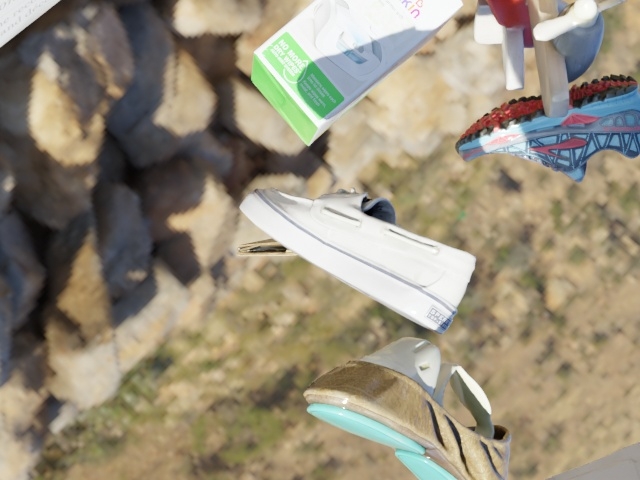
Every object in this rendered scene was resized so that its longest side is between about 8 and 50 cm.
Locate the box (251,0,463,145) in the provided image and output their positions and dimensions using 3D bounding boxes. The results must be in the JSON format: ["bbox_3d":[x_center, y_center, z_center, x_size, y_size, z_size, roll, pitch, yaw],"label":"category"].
[{"bbox_3d":[0.036,-0.247,1.832,0.231,0.126,0.262,-40,-179,-4],"label":"box"}]

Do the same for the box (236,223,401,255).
[{"bbox_3d":[0.000,0.000,2.159,0.201,0.164,0.021,-13,98,-57],"label":"box"}]

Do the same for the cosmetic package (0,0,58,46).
[{"bbox_3d":[-0.302,-0.371,1.075,0.329,0.327,0.393,-42,172,-21],"label":"cosmetic package"}]

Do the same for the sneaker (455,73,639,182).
[{"bbox_3d":[0.304,-0.125,1.938,0.262,0.125,0.104,-12,-160,30],"label":"sneaker"}]

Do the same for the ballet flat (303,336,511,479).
[{"bbox_3d":[0.104,0.174,1.504,0.342,0.116,0.124,38,69,-44],"label":"ballet flat"}]

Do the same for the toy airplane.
[{"bbox_3d":[0.287,-0.372,1.889,0.273,0.386,0.384,-14,-169,18],"label":"toy airplane"}]

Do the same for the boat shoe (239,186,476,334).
[{"bbox_3d":[0.033,-0.005,1.378,0.096,0.267,0.088,33,87,-46],"label":"boat shoe"}]

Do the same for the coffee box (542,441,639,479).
[{"bbox_3d":[0.263,0.354,0.950,0.338,0.334,0.337,-24,-159,11],"label":"coffee box"}]
